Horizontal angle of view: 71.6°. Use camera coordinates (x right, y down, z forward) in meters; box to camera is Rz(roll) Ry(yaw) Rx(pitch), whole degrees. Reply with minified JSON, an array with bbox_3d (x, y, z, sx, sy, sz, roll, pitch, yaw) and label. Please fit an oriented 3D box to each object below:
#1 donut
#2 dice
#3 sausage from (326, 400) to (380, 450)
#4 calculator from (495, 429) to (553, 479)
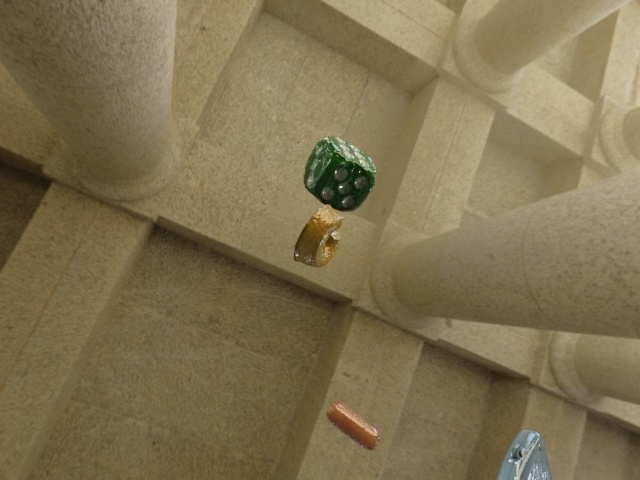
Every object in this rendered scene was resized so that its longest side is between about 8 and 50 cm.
[{"bbox_3d":[0.000,0.000,0.697,0.043,0.108,0.097,31,-114,19],"label":"donut"},{"bbox_3d":[0.043,-0.150,0.994,0.131,0.128,0.120,21,-61,-24],"label":"dice"},{"bbox_3d":[0.047,0.263,0.631,0.083,0.034,0.034,33,-109,19],"label":"sausage"},{"bbox_3d":[0.292,0.365,0.618,0.121,0.039,0.210,-37,-65,-41],"label":"calculator"}]
